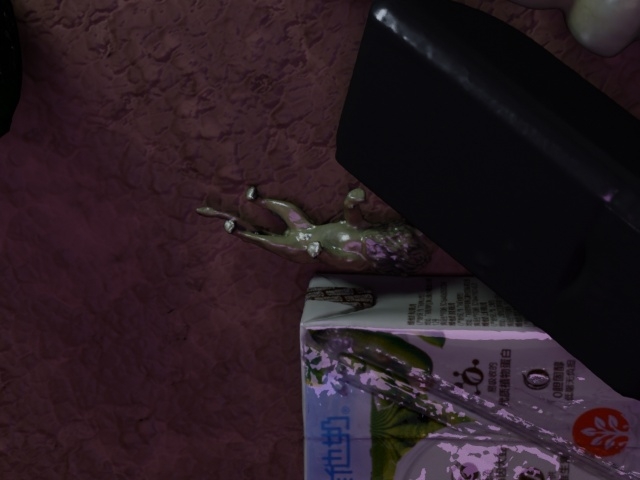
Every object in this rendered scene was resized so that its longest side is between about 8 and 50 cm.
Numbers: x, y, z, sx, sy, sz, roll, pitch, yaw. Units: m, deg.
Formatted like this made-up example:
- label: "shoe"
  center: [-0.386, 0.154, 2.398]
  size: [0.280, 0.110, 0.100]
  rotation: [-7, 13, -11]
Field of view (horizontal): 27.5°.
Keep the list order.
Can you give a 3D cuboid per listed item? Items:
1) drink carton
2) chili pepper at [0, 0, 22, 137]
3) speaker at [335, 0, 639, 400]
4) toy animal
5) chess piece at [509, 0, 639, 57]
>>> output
- label: "drink carton"
  center: [0.149, 0.138, 1.146]
  size: [0.325, 0.132, 0.194]
  rotation: [1, 109, 4]
- label: "chili pepper"
  center: [-0.333, -0.184, 1.056]
  size: [0.174, 0.261, 0.165]
  rotation: [-37, 144, 29]
- label: "speaker"
  center: [0.212, -0.049, 1.025]
  size: [0.388, 0.184, 0.180]
  rotation: [41, 144, 20]
- label: "toy animal"
  center: [-0.003, -0.007, 1.136]
  size: [0.220, 0.086, 0.069]
  rotation: [13, 70, 4]
- label: "chess piece"
  center: [0.269, -0.198, 1.020]
  size: [0.330, 0.182, 0.182]
  rotation: [28, 108, 0]
